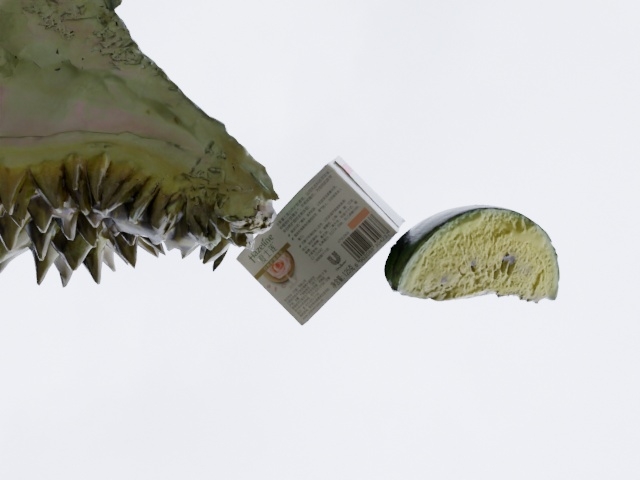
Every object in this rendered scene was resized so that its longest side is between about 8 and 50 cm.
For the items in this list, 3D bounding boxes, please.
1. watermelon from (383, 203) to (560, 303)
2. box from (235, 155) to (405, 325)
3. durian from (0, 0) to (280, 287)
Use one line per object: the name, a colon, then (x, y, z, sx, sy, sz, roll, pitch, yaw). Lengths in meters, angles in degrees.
watermelon: (0.205, 0.020, 1.383, 0.123, 0.301, 0.129, -19, -107, 53)
box: (0.000, 0.000, 1.427, 0.135, 0.081, 0.199, 46, -73, 0)
durian: (-0.151, -0.078, 0.444, 0.306, 0.172, 0.166, 42, -86, 9)
